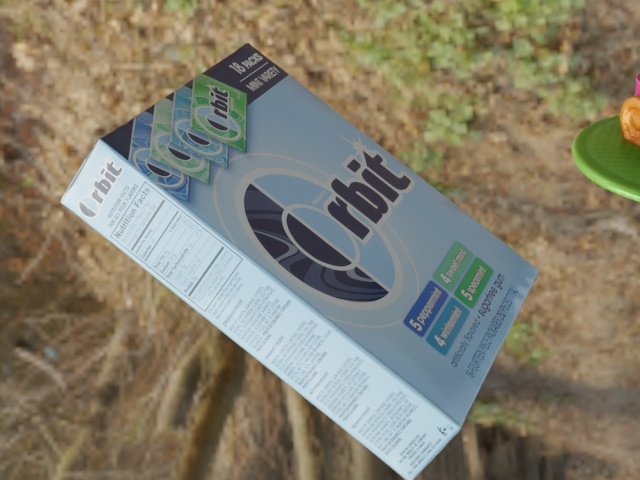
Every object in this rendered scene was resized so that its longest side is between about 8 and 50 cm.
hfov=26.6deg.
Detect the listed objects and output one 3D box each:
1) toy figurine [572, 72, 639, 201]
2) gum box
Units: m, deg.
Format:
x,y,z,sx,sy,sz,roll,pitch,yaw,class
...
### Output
x,y,z,sx,sy,sz,roll,pitch,yaw,class
0.215,-0.102,0.696,0.130,0.173,0.159,-11,120,-22,toy figurine
0.000,0.000,0.607,0.184,0.157,0.041,39,121,1,gum box
